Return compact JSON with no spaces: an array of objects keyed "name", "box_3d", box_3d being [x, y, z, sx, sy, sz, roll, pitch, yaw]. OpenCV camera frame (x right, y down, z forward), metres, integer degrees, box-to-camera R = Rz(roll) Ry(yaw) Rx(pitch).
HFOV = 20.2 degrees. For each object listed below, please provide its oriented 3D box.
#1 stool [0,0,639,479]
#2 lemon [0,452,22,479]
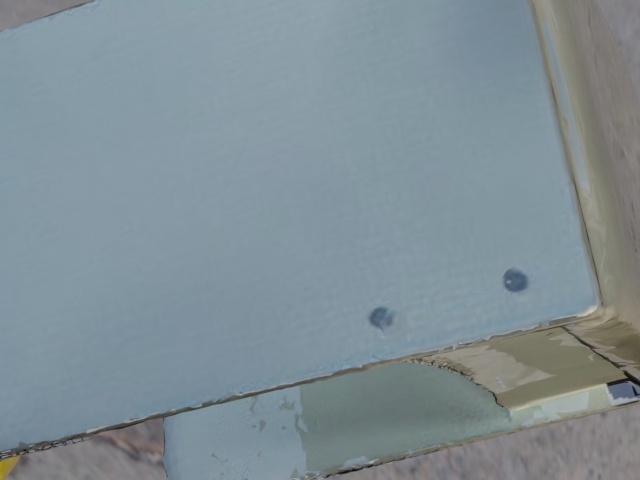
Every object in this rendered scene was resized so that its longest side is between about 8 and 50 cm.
[{"name":"stool","box_3d":[0.000,0.000,0.752,0.270,0.243,0.170,-16,74,16]},{"name":"lemon","box_3d":[-0.332,0.058,1.112,0.387,0.349,0.350,-20,61,-32]}]
